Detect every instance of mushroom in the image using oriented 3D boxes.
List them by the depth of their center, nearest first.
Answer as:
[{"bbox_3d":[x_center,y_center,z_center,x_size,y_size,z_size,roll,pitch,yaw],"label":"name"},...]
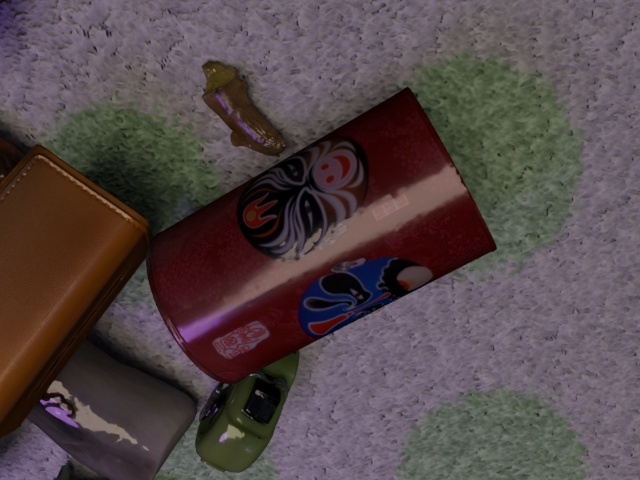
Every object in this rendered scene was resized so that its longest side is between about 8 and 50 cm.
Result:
[{"bbox_3d":[-0.369,0.191,0.818,0.397,0.126,0.177,38,115,-13],"label":"mushroom"}]

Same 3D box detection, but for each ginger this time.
[{"bbox_3d":[-0.098,-0.153,0.732,0.057,0.044,0.137,-39,105,-5],"label":"ginger"}]

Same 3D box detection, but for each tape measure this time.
[{"bbox_3d":[-0.104,0.221,0.802,0.088,0.154,0.177,30,112,-13],"label":"tape measure"}]

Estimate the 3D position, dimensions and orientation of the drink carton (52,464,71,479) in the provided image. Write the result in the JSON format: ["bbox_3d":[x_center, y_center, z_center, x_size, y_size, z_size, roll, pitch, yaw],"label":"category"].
[{"bbox_3d":[-0.319,0.422,0.886,0.142,0.144,0.146,6,109,-5],"label":"drink carton"}]

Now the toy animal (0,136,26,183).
[{"bbox_3d":[-0.453,-0.142,0.736,0.158,0.097,0.312,-23,104,0],"label":"toy animal"}]

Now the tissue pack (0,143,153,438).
[{"bbox_3d":[-0.321,0.063,0.672,0.145,0.194,0.274,34,76,-4],"label":"tissue pack"}]

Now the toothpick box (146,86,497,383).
[{"bbox_3d":[0.000,0.000,0.693,0.333,0.204,0.204,-29,105,13],"label":"toothpick box"}]
